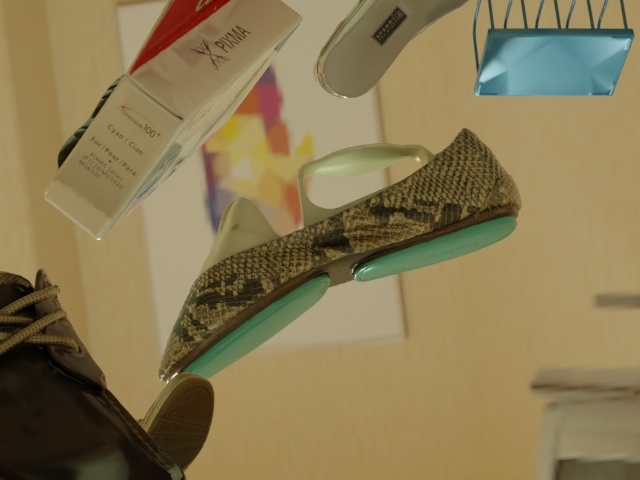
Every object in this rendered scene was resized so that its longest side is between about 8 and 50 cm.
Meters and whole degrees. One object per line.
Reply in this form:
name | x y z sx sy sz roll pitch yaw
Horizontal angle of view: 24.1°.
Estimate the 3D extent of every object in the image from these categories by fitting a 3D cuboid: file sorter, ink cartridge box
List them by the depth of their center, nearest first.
ink cartridge box | -0.086 -0.161 1.241 0.261 0.066 0.296 -51 -179 30
file sorter | 0.271 -0.247 1.792 0.170 0.105 0.118 -1 149 -4

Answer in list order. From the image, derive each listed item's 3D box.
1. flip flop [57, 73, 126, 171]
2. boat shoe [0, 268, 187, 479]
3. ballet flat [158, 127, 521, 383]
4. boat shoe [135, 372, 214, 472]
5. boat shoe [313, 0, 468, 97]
flip flop | -0.199 -0.126 1.699 0.112 0.080 0.277 0 -143 28
boat shoe | -0.201 0.081 0.847 0.132 0.130 0.355 -9 -159 -44
ballet flat | 0.000 0.000 1.756 0.482 0.182 0.164 -25 166 -13
boat shoe | -0.114 0.142 1.000 0.050 0.135 0.045 14 -161 -39
boat shoe | 0.094 -0.278 1.816 0.267 0.096 0.088 -50 -159 -2
